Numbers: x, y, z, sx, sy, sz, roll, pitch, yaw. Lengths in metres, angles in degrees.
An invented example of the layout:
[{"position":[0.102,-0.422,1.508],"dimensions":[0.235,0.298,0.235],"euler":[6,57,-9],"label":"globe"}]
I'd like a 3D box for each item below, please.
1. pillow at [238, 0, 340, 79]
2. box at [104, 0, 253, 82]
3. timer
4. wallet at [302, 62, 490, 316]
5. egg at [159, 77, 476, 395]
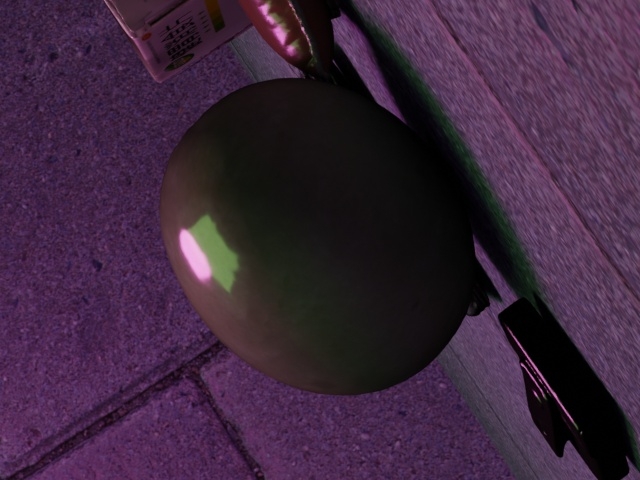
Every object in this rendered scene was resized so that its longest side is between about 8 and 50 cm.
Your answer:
[{"position":[-0.045,-0.238,1.715],"dimensions":[0.179,0.075,0.171],"euler":[57,178,-25],"label":"pillow"},{"position":[-0.171,-0.308,2.295],"dimensions":[0.145,0.173,0.333],"euler":[55,178,4],"label":"box"},{"position":[0.214,0.142,1.740],"dimensions":[0.144,0.055,0.187],"euler":[55,178,27],"label":"timer"},{"position":[0.077,-0.061,2.046],"dimensions":[0.318,0.045,0.172],"euler":[57,-179,-4],"label":"wallet"},{"position":[0.000,0.000,1.743],"dimensions":[0.258,0.258,0.352],"euler":[56,-178,36],"label":"egg"}]
